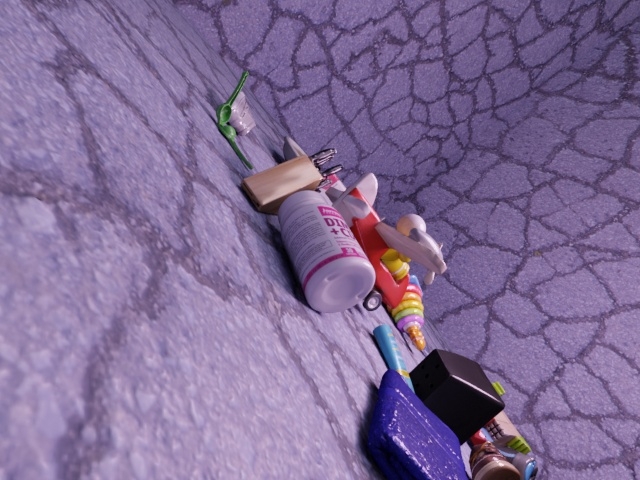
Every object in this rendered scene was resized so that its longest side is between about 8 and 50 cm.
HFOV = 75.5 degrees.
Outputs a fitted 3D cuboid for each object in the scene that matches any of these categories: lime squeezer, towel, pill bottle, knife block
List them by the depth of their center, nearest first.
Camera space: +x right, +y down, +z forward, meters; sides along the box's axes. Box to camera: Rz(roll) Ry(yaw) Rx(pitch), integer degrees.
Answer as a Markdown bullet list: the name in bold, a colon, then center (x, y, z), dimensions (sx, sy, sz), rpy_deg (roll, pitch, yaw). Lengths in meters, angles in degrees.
- **towel**: center (0.178, 0.387, 0.773), dimensions (0.227, 0.076, 0.308), rpy_deg (47, 10, 8)
- **pill bottle**: center (0.000, 0.015, 0.971), dimensions (0.160, 0.160, 0.283), rpy_deg (42, 14, -45)
- **knife block**: center (-0.058, -0.174, 1.122), dimensions (0.088, 0.242, 0.276), rpy_deg (53, 11, 9)
- **lime squeezer**: center (-0.263, -0.356, 1.263), dimensions (0.059, 0.110, 0.310), rpy_deg (91, -5, -81)

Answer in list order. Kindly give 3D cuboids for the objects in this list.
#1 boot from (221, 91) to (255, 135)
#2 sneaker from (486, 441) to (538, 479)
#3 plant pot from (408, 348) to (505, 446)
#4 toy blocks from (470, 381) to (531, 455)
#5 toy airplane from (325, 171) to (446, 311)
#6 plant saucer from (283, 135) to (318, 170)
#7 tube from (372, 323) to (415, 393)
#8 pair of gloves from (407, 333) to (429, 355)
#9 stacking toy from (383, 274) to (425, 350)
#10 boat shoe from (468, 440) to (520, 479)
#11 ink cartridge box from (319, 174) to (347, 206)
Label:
- **boot**: center (-0.294, -0.454, 1.503), dimensions (0.123, 0.095, 0.258), rpy_deg (54, 17, -26)
- **sneaker**: center (0.591, 0.715, 1.294), dimensions (0.140, 0.125, 0.340), rpy_deg (18, -31, 38)
- **plant pot**: center (0.355, 0.418, 1.156), dimensions (0.167, 0.187, 0.188), rpy_deg (38, 14, -14)
- **toy blocks**: center (0.525, 0.572, 1.453), dimensions (0.261, 0.190, 0.381), rpy_deg (29, 23, -39)
- **toy airplane**: center (0.175, -0.020, 1.172), dimensions (0.386, 0.273, 0.384), rpy_deg (60, -18, 16)
- **plant saucer**: center (-0.062, -0.294, 1.905), dimensions (0.400, 0.101, 0.400), rpy_deg (51, 10, -12)
- **tube**: center (0.203, 0.330, 1.134), dimensions (0.080, 0.052, 0.207), rpy_deg (27, 31, -43)
- **pair of gloves**: center (0.417, 0.429, 1.792), dimensions (0.159, 0.023, 0.198), rpy_deg (51, 9, 1)
- **stacking toy**: center (0.352, 0.304, 1.641), dimensions (0.301, 0.166, 0.175), rpy_deg (-100, 165, -44)
- **boat shoe**: center (0.429, 0.590, 1.063), dimensions (0.342, 0.123, 0.123), rpy_deg (48, 3, -45)
- **ink cartridge box**: center (0.046, -0.132, 1.629), dimensions (0.237, 0.172, 0.100), rpy_deg (52, 11, -2)
